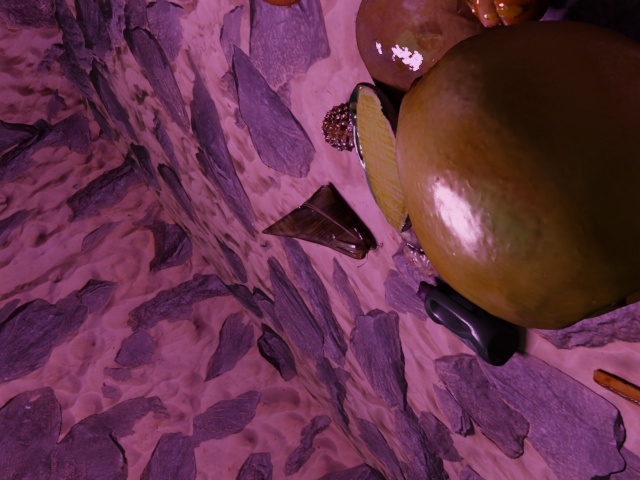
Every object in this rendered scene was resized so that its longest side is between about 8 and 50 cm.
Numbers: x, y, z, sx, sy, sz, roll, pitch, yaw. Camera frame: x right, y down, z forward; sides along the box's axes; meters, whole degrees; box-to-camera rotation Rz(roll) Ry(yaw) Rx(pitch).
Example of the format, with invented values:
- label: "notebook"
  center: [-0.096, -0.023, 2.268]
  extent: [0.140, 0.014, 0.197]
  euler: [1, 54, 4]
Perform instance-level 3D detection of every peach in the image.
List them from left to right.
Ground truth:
- label: "peach"
  center: [0.226, -0.064, 0.711]
  extent: [0.314, 0.282, 0.315]
  euler: [-25, 87, 37]

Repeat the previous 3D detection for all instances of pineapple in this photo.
- label: "pineapple"
  center: [0.070, -0.195, 1.181]
  extent: [0.103, 0.083, 0.221]
  euler: [54, 161, -14]

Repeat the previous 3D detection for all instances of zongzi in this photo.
- label: "zongzi"
  center: [0.000, 0.000, 1.498]
  extent: [0.187, 0.184, 0.084]
  euler: [51, 160, 13]

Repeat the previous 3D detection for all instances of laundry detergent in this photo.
- label: "laundry detergent"
  center: [0.251, 0.133, 1.283]
  extent: [0.222, 0.078, 0.144]
  euler: [40, 179, 40]

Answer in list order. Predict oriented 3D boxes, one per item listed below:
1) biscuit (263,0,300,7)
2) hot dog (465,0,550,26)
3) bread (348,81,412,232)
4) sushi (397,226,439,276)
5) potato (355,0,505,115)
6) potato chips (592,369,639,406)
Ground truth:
- label: "biscuit"
  center: [-0.104, -0.523, 1.124]
  extent: [0.305, 0.038, 0.305]
  euler: [44, 156, 26]
- label: "hot dog"
  center: [0.171, -0.350, 0.732]
  extent: [0.115, 0.072, 0.268]
  euler: [37, 155, 59]
- label: "bread"
  center: [0.095, -0.119, 1.011]
  extent: [0.228, 0.034, 0.228]
  euler: [162, 90, -80]
- label: "sushi"
  center: [0.216, -0.003, 1.192]
  extent: [0.292, 0.059, 0.293]
  euler: [36, 152, 41]
- label: "potato"
  center: [0.134, -0.243, 0.934]
  extent: [0.239, 0.116, 0.299]
  euler: [37, 155, 30]
- label: "potato chips"
  center: [0.482, 0.242, 1.024]
  extent: [0.204, 0.026, 0.037]
  euler: [31, 162, 47]
